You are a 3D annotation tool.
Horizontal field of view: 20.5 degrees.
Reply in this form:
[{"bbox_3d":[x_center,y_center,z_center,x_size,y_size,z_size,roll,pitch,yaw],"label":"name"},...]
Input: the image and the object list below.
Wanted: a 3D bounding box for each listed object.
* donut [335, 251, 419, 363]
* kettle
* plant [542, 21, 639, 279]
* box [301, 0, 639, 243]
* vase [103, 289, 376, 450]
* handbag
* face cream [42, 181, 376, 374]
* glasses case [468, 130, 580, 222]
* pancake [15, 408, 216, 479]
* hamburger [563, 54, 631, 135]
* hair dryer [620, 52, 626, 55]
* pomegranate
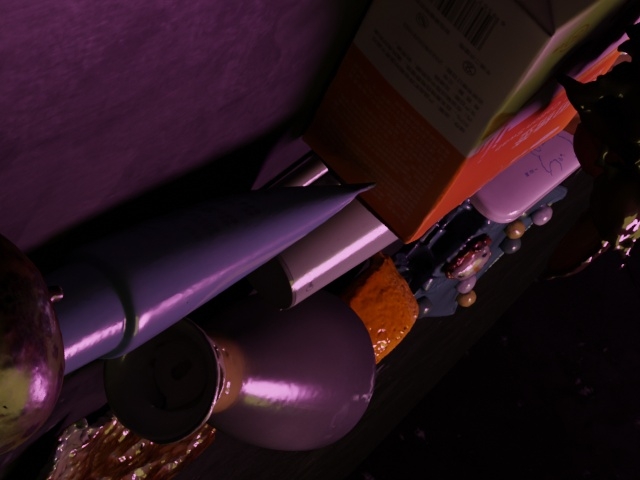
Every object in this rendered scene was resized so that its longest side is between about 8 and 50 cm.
[{"bbox_3d":[0.015,0.116,2.181,0.253,0.118,0.253,-40,-176,3],"label":"donut"},{"bbox_3d":[0.002,-0.014,1.648,0.148,0.098,0.127,-34,172,-26],"label":"kettle"},{"bbox_3d":[0.288,-0.085,1.375,0.234,0.204,0.178,-2,-163,11],"label":"plant"},{"bbox_3d":[0.145,-0.169,1.444,0.225,0.143,0.341,-36,169,-30],"label":"box"},{"bbox_3d":[-0.081,0.126,1.732,0.173,0.173,0.321,-46,160,15],"label":"vase"},{"bbox_3d":[0.214,0.005,2.456,0.269,0.100,0.274,-45,170,16],"label":"handbag"},{"bbox_3d":[-0.112,0.016,1.372,0.135,0.086,0.385,-4,-164,36],"label":"face cream"},{"bbox_3d":[0.281,-0.109,2.281,0.233,0.092,0.059,-36,169,-26],"label":"glasses case"},{"bbox_3d":[-0.228,0.230,1.915,0.427,0.067,0.305,-28,154,-50],"label":"pancake"},{"bbox_3d":[0.423,-0.216,1.734,0.445,0.287,0.268,-24,157,-23],"label":"hamburger"},{"bbox_3d":[0.274,-0.263,1.585,0.199,0.067,0.167,-40,129,-43],"label":"hair dryer"},{"bbox_3d":[-0.234,0.059,1.033,0.169,0.148,0.148,1,154,-14],"label":"pomegranate"}]
